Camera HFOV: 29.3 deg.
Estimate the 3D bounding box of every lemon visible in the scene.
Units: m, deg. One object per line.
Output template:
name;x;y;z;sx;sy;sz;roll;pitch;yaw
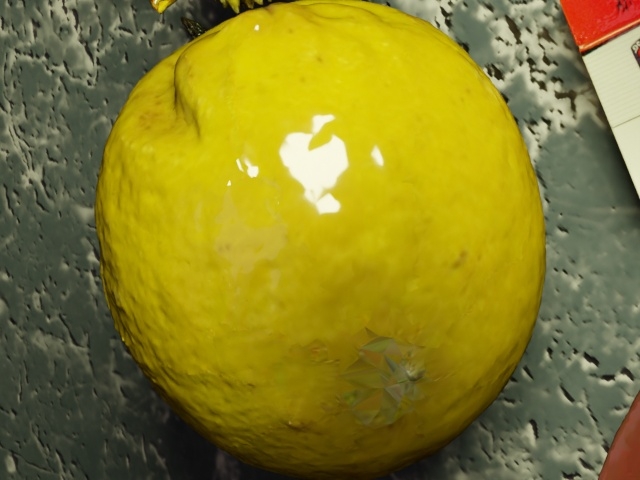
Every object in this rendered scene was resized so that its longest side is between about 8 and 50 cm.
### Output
lemon;0.000;-0.001;0.760;0.297;0.297;0.297;8;104;34

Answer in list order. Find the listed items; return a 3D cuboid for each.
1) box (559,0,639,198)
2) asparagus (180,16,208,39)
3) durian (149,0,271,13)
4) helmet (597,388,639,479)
box;0.216;-0.107;0.733;0.100;0.048;0.152;-24;87;35
asparagus;-0.067;-0.143;0.947;0.114;0.014;0.015;34;138;25
durian;-0.016;-0.228;0.798;0.237;0.138;0.193;-48;56;4
helmet;0.328;0.198;0.579;0.338;0.230;0.385;-62;35;12
